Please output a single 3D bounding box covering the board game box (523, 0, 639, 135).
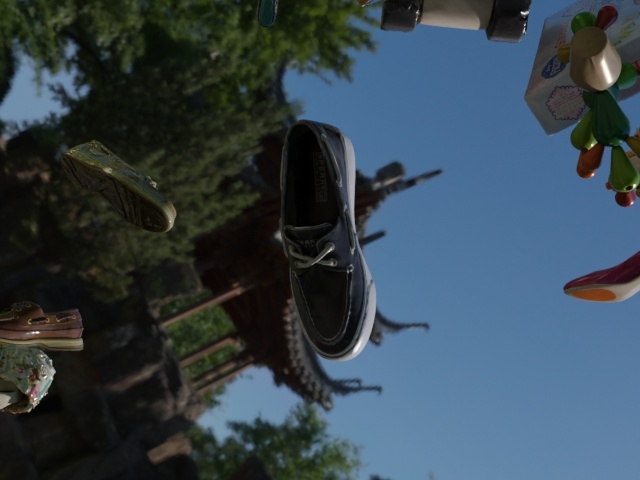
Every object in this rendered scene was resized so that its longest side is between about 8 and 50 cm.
[{"bbox_3d":[0.427,-0.287,1.148,0.318,0.318,0.066,-26,-71,31],"label":"board game box"}]

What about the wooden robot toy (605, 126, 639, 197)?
[{"bbox_3d":[0.421,-0.075,1.197,0.076,0.079,0.173,29,46,-49],"label":"wooden robot toy"}]

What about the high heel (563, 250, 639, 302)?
[{"bbox_3d":[0.583,0.045,1.721,0.082,0.244,0.117,39,47,-45],"label":"high heel"}]

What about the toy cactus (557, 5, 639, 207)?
[{"bbox_3d":[0.296,-0.158,0.928,0.180,0.112,0.218,38,52,-61],"label":"toy cactus"}]

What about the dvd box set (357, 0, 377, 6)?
[{"bbox_3d":[0.000,-0.458,0.968,0.062,0.307,0.420,-33,-84,32],"label":"dvd box set"}]

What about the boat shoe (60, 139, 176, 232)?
[{"bbox_3d":[-0.197,-0.059,0.917,0.153,0.048,0.056,27,-41,29],"label":"boat shoe"}]

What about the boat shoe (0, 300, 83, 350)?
[{"bbox_3d":[-0.375,0.105,1.127,0.064,0.178,0.060,-6,-102,40],"label":"boat shoe"}]

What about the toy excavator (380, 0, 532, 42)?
[{"bbox_3d":[0.220,-0.508,1.299,0.433,0.223,0.445,-82,178,-60],"label":"toy excavator"}]

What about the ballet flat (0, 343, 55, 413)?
[{"bbox_3d":[-0.416,0.156,0.987,0.077,0.241,0.091,-100,-172,-53],"label":"ballet flat"}]

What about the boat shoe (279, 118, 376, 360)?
[{"bbox_3d":[0.000,0.000,1.110,0.102,0.108,0.301,6,82,-68],"label":"boat shoe"}]

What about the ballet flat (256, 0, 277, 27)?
[{"bbox_3d":[-0.089,-0.421,1.543,0.041,0.041,0.114,29,-68,59],"label":"ballet flat"}]
